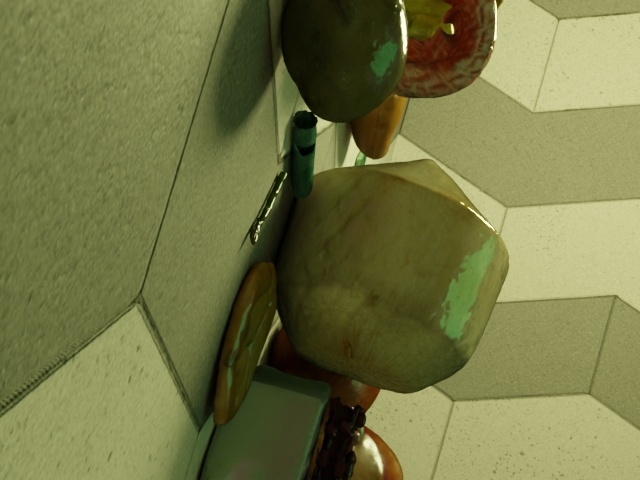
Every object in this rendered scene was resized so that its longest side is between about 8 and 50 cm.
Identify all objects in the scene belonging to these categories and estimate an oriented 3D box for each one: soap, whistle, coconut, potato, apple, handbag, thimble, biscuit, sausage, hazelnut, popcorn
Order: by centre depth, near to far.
[{"bbox_3d":[0.031,-0.260,1.146,0.178,0.160,0.235,20,-68,59],"label":"potato"},{"bbox_3d":[-0.110,0.151,1.415,0.203,0.041,0.260,95,11,-61],"label":"biscuit"},{"bbox_3d":[-0.027,-0.129,1.471,0.186,0.039,0.039,96,11,-60],"label":"whistle"},{"bbox_3d":[0.169,-0.342,1.513,0.162,0.239,0.239,-69,174,-73],"label":"thimble"},{"bbox_3d":[-0.119,0.443,1.551,0.261,0.156,0.446,7,99,-84],"label":"soap"},{"bbox_3d":[0.027,0.372,1.626,0.216,0.074,0.203,82,23,-80],"label":"handbag"},{"bbox_3d":[0.121,0.041,1.630,0.344,0.415,0.415,-33,-143,67],"label":"coconut"},{"bbox_3d":[0.010,0.251,1.859,0.253,0.253,0.254,16,90,-84],"label":"apple"},{"bbox_3d":[0.120,-0.271,2.065,0.354,0.116,0.134,94,-5,-71],"label":"sausage"},{"bbox_3d":[0.271,-0.594,2.132,0.292,0.293,0.334,-36,130,-10],"label":"popcorn"},{"bbox_3d":[0.008,0.553,2.147,0.366,0.365,0.366,16,90,-84],"label":"hazelnut"}]

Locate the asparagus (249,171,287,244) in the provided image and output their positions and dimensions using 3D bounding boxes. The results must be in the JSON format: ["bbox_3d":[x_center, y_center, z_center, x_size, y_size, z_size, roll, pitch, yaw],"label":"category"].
[{"bbox_3d":[-0.076,-0.046,1.349,0.016,0.016,0.163,-45,-165,41],"label":"asparagus"}]

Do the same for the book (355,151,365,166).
[{"bbox_3d":[0.107,-0.204,2.540,0.135,0.017,0.103,-64,169,-59],"label":"book"}]
